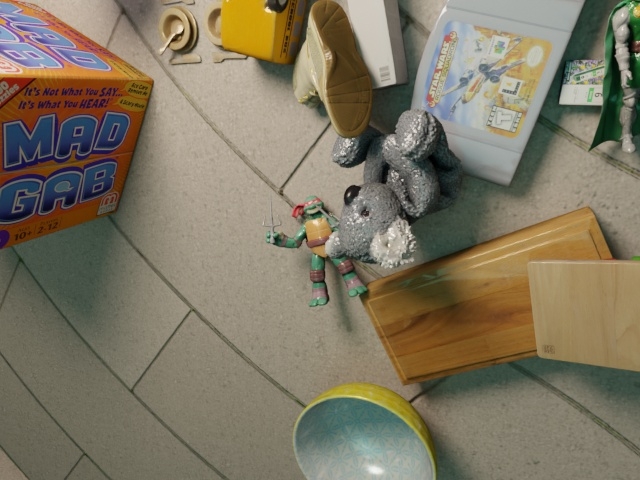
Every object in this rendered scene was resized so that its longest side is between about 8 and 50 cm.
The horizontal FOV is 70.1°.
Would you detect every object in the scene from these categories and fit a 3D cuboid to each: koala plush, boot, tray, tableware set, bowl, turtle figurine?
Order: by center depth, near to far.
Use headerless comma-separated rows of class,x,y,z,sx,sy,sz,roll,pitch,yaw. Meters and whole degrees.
koala plush,0.105,-0.055,0.722,0.196,0.221,0.203,5,150,51
boot,0.011,-0.248,0.749,0.165,0.077,0.213,151,105,-71
tray,0.294,0.114,0.806,0.411,0.076,0.203,-23,97,29
turtle figurine,0.000,0.000,0.868,0.175,0.118,0.234,-17,94,32
tableware set,-0.236,-0.409,0.875,0.194,0.039,0.128,4,109,22
bowl,0.105,0.399,0.935,0.289,0.156,0.289,8,110,21

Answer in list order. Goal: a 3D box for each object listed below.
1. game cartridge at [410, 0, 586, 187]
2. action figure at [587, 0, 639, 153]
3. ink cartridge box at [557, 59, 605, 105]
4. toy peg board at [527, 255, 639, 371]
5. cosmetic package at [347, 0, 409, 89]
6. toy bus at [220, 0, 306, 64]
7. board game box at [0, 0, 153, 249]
game cartridge,0.252,-0.250,0.710,0.198,0.062,0.297,18,115,12
action figure,0.421,-0.231,0.593,0.137,0.063,0.232,-19,122,10
ink cartridge box,0.414,-0.229,0.663,0.115,0.029,0.063,8,111,21
toy peg board,0.410,0.096,0.678,0.160,0.079,0.161,-1,107,40
cosmetic package,0.085,-0.364,0.721,0.060,0.099,0.239,-5,105,27
toy bus,-0.075,-0.468,0.734,0.108,0.130,0.333,21,114,17
board game box,-0.638,-0.248,0.921,0.356,0.356,0.356,33,117,9
